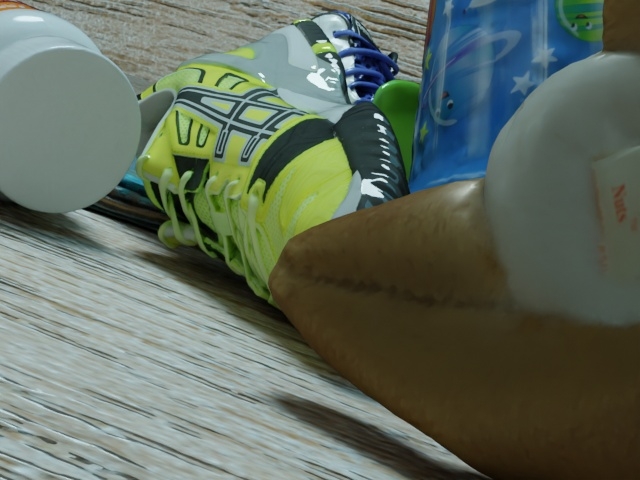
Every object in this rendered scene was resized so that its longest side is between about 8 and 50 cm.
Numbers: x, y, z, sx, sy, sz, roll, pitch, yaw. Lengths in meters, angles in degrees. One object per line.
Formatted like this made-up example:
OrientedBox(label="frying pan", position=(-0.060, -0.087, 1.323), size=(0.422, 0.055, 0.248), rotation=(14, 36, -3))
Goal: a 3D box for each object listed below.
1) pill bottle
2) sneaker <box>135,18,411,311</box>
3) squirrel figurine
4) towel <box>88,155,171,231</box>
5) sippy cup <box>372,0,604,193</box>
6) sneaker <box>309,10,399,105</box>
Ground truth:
OrientedBox(label="pill bottle", position=(-0.204, -0.093, 1.001), size=(0.121, 0.121, 0.221), rotation=(15, 7, -34))
OrientedBox(label="sneaker", position=(-0.027, -0.018, 0.948), size=(0.147, 0.145, 0.384), rotation=(-17, 23, -6))
OrientedBox(label="squirrel figurine", position=(0.253, 0.057, 0.720), size=(0.397, 0.281, 0.370), rotation=(42, 9, 38))
OrientedBox(label="towel", position=(0.000, 0.000, 1.190), size=(0.370, 0.040, 0.271), rotation=(19, 7, 3))
OrientedBox(label="sippy cup", position=(0.163, -0.100, 1.049), size=(0.306, 0.224, 0.240), rotation=(-3, -8, 16))
OrientedBox(label="sneaker", position=(0.024, -0.109, 1.385), size=(0.127, 0.182, 0.316), rotation=(29, -7, -42))
